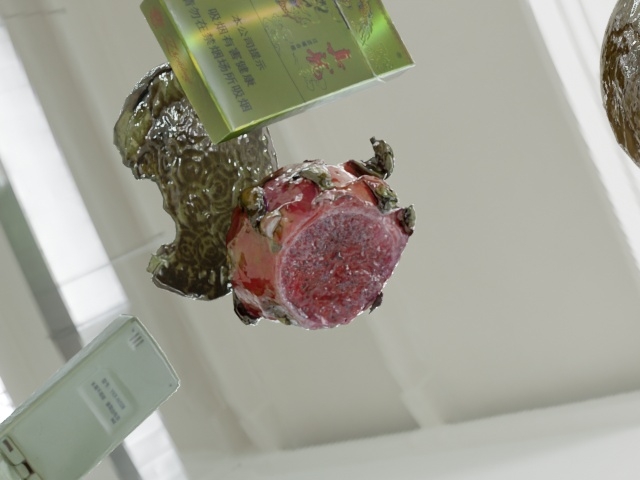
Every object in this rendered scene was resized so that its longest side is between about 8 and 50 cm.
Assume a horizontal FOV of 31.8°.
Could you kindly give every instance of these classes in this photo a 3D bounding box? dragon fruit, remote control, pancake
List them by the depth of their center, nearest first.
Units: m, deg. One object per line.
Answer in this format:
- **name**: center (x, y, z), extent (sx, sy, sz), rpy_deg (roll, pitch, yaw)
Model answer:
- **remote control**: center (-0.296, 0.217, 1.321), extent (0.038, 0.285, 0.123), rpy_deg (8, -44, 52)
- **dragon fruit**: center (0.000, 0.000, 1.333), extent (0.211, 0.282, 0.147), rpy_deg (42, 3, -22)
- **pancake**: center (-0.149, -0.072, 1.377), extent (0.033, 0.286, 0.288), rpy_deg (3, -28, 42)

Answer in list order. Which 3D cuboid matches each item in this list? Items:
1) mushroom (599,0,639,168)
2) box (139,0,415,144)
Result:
- **mushroom**: center (0.293, -0.150, 0.714), extent (0.146, 0.278, 0.278), rpy_deg (40, -35, -24)
- **box**: center (-0.037, -0.229, 1.260), extent (0.043, 0.311, 0.173), rpy_deg (-30, -94, 48)
